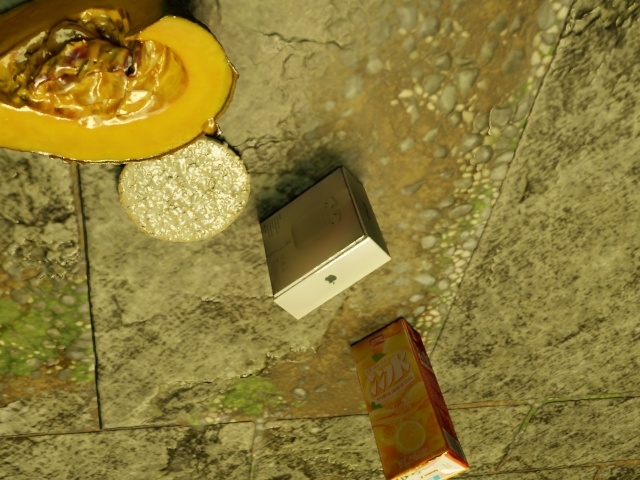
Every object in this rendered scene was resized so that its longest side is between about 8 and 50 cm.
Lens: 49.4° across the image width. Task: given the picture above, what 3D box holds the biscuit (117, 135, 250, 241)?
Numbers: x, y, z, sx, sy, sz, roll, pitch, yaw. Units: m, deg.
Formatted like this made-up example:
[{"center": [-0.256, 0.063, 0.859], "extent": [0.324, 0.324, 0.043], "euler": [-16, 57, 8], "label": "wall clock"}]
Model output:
[{"center": [-0.152, -0.057, 0.781], "extent": [0.152, 0.020, 0.152], "euler": [-7, 131, -8], "label": "biscuit"}]

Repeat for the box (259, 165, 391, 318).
[{"center": [0.000, 0.000, 0.795], "extent": [0.129, 0.130, 0.051], "euler": [-34, 131, 16], "label": "box"}]

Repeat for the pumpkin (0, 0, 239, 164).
[{"center": [-0.217, -0.139, 0.651], "extent": [0.279, 0.111, 0.163], "euler": [-23, 148, 4], "label": "pumpkin"}]

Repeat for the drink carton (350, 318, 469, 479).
[{"center": [0.118, 0.226, 0.966], "extent": [0.096, 0.222, 0.071], "euler": [-31, 132, 16], "label": "drink carton"}]
